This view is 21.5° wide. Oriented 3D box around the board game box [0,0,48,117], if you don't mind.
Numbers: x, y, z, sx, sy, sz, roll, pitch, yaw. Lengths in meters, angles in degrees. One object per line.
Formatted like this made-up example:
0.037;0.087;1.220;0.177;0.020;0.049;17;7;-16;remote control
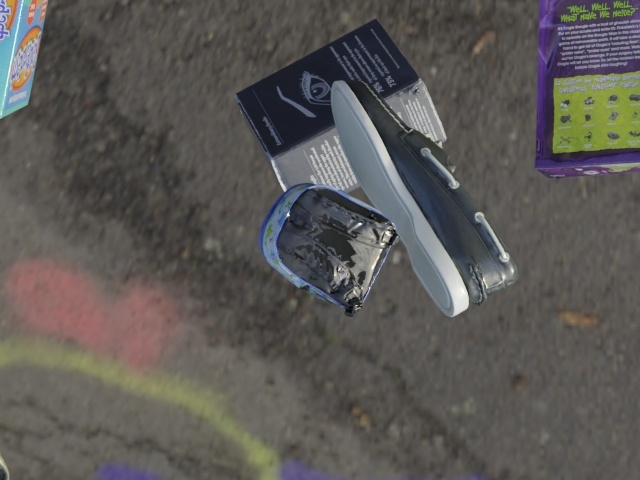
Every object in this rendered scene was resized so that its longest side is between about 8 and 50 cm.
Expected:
-0.266;-0.217;1.457;0.047;0.160;0.210;12;99;-4;board game box

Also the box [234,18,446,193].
0.022;-0.149;2.041;0.207;0.153;0.108;-28;132;0;box

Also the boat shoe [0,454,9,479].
-0.333;0.160;1.286;0.103;0.113;0.302;-21;162;5;boat shoe

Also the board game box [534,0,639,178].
0.376;-0.172;1.600;0.346;0.056;0.208;-2;80;25;board game box

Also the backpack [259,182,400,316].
0.000;0.000;1.636;0.114;0.084;0.105;31;85;-24;backpack

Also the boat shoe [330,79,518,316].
0.109;-0.059;1.846;0.091;0.302;0.114;-24;163;-14;boat shoe
